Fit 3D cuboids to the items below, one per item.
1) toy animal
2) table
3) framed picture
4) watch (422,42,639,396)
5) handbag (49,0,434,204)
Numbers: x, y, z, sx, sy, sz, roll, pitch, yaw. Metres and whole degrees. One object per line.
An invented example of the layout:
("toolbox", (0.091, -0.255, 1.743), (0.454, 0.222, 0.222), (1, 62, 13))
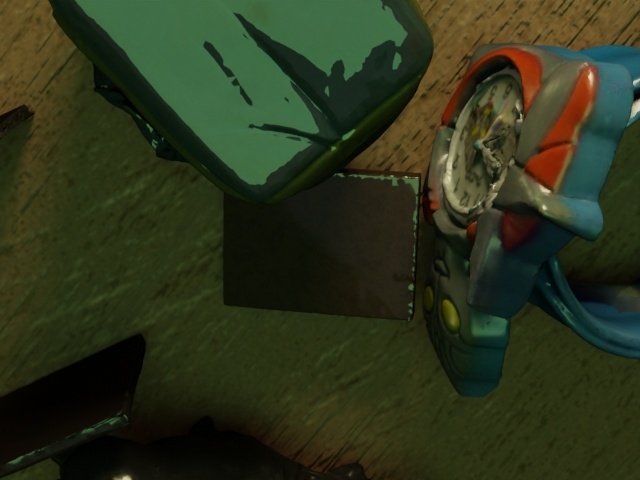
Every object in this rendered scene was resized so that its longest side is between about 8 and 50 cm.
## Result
("toy animal", (-0.071, 0.224, 0.980), (0.343, 0.168, 0.106), (9, 102, -19))
("table", (-0.324, 0.064, 0.916), (0.282, 0.196, 0.251), (-24, 103, 2))
("framed picture", (0.000, 0.000, 0.977), (0.168, 0.023, 0.128), (4, 105, 9))
("watch", (0.230, -0.002, 0.911), (0.274, 0.241, 0.305), (9, 105, -18))
("handbag", (-0.055, -0.172, 0.836), (0.263, 0.241, 0.222), (43, 99, -13))
